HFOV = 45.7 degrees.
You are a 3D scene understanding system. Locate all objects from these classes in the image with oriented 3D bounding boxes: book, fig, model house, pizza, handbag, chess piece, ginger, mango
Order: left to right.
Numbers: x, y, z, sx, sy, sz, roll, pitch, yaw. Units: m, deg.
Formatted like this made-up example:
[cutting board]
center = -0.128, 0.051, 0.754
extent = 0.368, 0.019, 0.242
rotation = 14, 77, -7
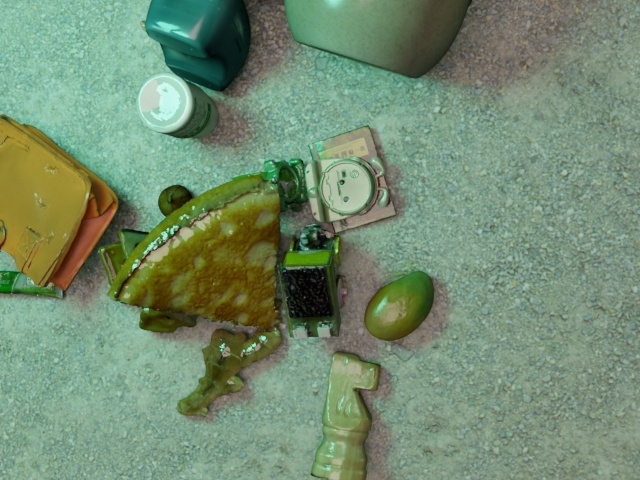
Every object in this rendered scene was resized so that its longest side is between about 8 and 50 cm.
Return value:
[handbag]
center = -0.719, -0.099, 1.874
extent = 0.410, 0.116, 0.303
rotation = 35, 96, 22
[model house]
center = -0.441, 0.112, 1.861
extent = 0.239, 0.173, 0.268
rotation = -19, 88, 41
[fig]
center = -0.363, -0.095, 1.859
extent = 0.088, 0.125, 0.089
rotation = 0, 89, 5
[pizza]
center = -0.231, 0.078, 1.762
extent = 0.440, 0.130, 0.406
rotation = -36, 129, -5
[ginger]
center = -0.242, 0.319, 1.885
extent = 0.148, 0.081, 0.334
rotation = 37, 98, -10
[chess piece]
center = 0.062, 0.422, 1.827
extent = 0.137, 0.137, 0.301
rotation = 6, 82, 9
[book]
center = 0.077, -0.147, 1.839
extent = 0.160, 0.024, 0.228
rotation = -16, 90, 12
[mango]
center = 0.191, 0.154, 1.803
extent = 0.130, 0.092, 0.195
rotation = 37, 88, 8

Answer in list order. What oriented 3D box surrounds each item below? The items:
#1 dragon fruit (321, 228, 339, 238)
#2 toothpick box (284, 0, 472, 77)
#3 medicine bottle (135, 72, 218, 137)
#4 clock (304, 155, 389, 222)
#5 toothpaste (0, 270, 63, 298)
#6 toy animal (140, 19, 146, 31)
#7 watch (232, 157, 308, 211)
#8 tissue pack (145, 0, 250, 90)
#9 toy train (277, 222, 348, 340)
[dragon fruit]
center = 0.000, 0.000, 1.840
extent = 0.083, 0.056, 0.060
rotation = 26, 95, 6
[toothpick box]
center = 0.141, -0.588, 1.610
extent = 0.408, 0.409, 0.425
rotation = 18, 102, 8
[medicine bottle]
center = -0.329, -0.308, 1.788
extent = 0.139, 0.237, 0.139
rotation = 0, 92, 8
[clock]
center = 0.064, -0.126, 1.798
extent = 0.191, 0.062, 0.152
rotation = -9, 92, 12
[toothpaste]
center = -0.786, 0.110, 1.977
extent = 0.248, 0.047, 0.078
rotation = 2, 95, 7
[toy animal]
center = -0.386, -0.555, 1.867
extent = 0.083, 0.089, 0.150
rotation = 6, 84, 12
[watch]
center = -0.123, -0.122, 1.827
extent = 0.152, 0.165, 0.131
rotation = -10, 92, 34
[tissue pack]
center = -0.269, -0.495, 1.750
extent = 0.198, 0.287, 0.206
rotation = 21, 79, 10
[toy train]
center = -0.012, 0.099, 1.765
extent = 0.134, 0.177, 0.261
rotation = -3, 120, 9
